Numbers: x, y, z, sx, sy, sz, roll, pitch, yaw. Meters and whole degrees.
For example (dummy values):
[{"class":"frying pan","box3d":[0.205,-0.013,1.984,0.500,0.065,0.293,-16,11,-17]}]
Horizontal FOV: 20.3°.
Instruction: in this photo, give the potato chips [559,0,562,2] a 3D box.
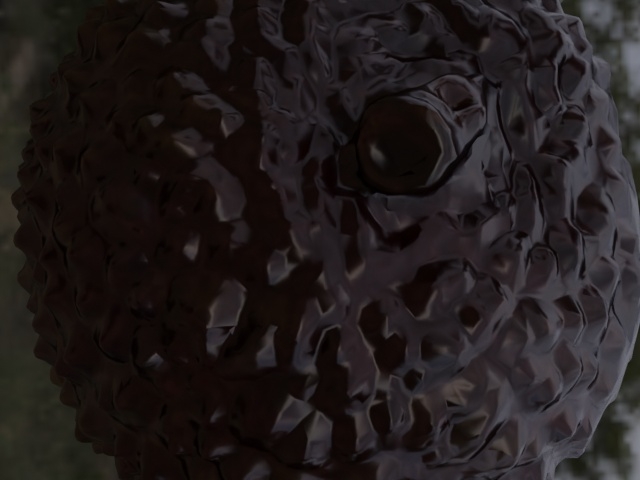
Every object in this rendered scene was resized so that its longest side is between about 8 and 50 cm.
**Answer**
[{"class":"potato chips","box3d":[0.154,-0.217,1.490,0.026,0.209,0.142,-123,-162,-45]}]

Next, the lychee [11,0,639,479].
[{"class":"lychee","box3d":[0.000,0.000,0.822,0.330,0.306,0.306,135,-46,-62]}]
